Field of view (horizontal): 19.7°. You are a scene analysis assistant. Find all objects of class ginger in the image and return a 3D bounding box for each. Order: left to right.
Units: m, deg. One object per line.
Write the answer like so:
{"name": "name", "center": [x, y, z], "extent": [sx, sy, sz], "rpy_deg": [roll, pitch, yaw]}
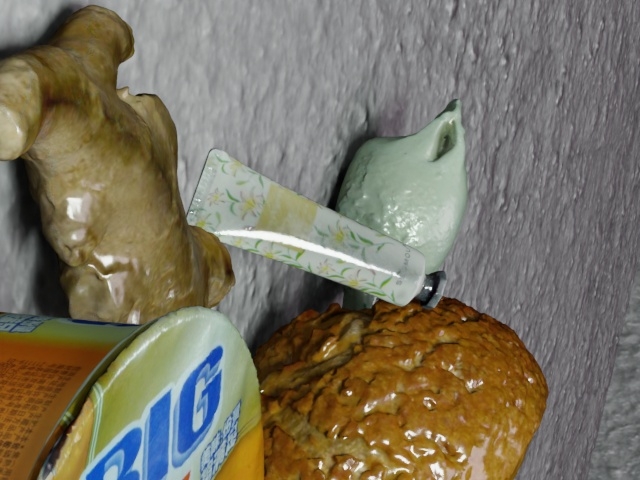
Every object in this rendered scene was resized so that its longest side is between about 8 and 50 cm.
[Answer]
{"name": "ginger", "center": [-0.124, -0.029, 1.082], "extent": [0.333, 0.080, 0.166], "rpy_deg": [62, 28, -52]}

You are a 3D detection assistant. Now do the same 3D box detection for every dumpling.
{"name": "dumpling", "center": [0.055, -0.027, 1.570], "extent": [0.108, 0.152, 0.219], "rpy_deg": [32, 83, -24]}

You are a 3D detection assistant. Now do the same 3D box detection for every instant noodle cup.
{"name": "instant noodle cup", "center": [-0.174, 0.149, 0.826], "extent": [0.296, 0.214, 0.296], "rpy_deg": [12, 90, -71]}

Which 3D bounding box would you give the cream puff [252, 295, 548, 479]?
{"name": "cream puff", "center": [0.027, 0.160, 1.396], "extent": [0.303, 0.212, 0.303], "rpy_deg": [-50, -177, 4]}

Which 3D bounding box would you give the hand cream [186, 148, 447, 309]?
{"name": "hand cream", "center": [0.000, 0.000, 1.313], "extent": [0.042, 0.194, 0.067], "rpy_deg": [-16, -127, 68]}
